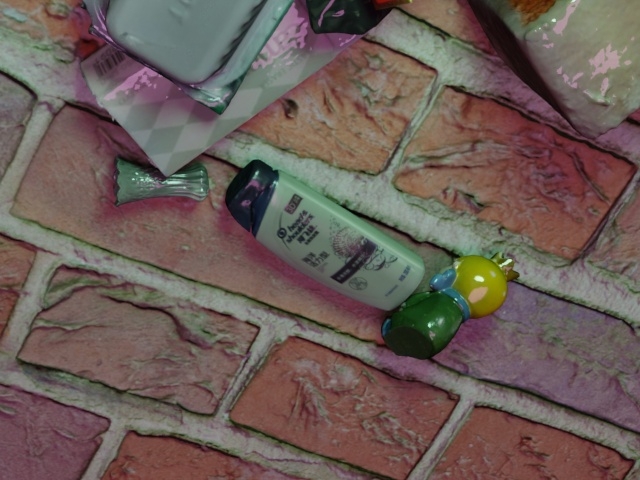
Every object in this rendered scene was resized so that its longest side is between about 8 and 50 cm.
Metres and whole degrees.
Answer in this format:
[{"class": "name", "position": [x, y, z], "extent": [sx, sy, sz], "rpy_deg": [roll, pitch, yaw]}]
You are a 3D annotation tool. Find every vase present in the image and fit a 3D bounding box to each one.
[{"class": "vase", "position": [-0.255, -0.092, 2.044], "extent": [0.149, 0.081, 0.081], "rpy_deg": [0, 119, -13]}]

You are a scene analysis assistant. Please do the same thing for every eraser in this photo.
[{"class": "eraser", "position": [-0.147, -0.293, 1.945], "extent": [0.397, 0.082, 0.213], "rpy_deg": [-35, 119, 9]}]

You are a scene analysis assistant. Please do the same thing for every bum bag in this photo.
[{"class": "bum bag", "position": [-0.001, -0.451, 1.812], "extent": [0.144, 0.095, 0.340], "rpy_deg": [-29, 105, -24]}]

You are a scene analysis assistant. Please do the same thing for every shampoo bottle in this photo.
[{"class": "shampoo bottle", "position": [0.000, 0.000, 2.138], "extent": [0.359, 0.078, 0.134], "rpy_deg": [31, 115, -24]}]

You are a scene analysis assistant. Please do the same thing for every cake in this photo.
[{"class": "cake", "position": [0.385, -0.328, 1.899], "extent": [0.237, 0.309, 0.230], "rpy_deg": [-39, 120, 8]}]

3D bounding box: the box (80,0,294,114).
[{"class": "box", "position": [-0.176, -0.349, 1.773], "extent": [0.264, 0.106, 0.336], "rpy_deg": [30, 123, -10]}]

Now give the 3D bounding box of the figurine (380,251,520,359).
[{"class": "figurine", "position": [0.225, 0.108, 2.222], "extent": [0.127, 0.185, 0.234], "rpy_deg": [45, 64, -5]}]

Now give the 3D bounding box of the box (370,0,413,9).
[{"class": "box", "position": [0.117, -0.458, 1.819], "extent": [0.074, 0.240, 0.153], "rpy_deg": [-2, 130, 35]}]
